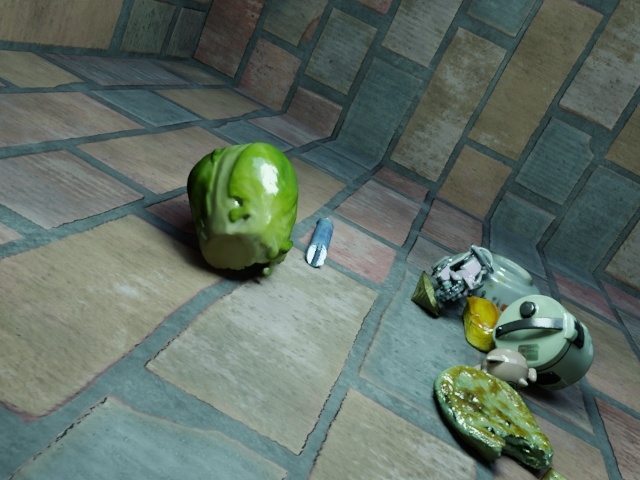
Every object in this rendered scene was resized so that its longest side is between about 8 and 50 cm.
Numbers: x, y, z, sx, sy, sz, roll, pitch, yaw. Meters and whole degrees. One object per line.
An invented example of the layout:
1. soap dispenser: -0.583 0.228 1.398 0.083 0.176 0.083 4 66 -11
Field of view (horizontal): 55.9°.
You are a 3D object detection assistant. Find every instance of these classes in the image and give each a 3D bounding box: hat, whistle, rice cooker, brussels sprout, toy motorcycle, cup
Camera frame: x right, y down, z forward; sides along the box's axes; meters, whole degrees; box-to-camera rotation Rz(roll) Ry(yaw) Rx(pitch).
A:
1. hat: 0.303 0.168 1.812 0.146 0.067 0.145 -19 90 -73
2. whistle: 0.000 0.000 1.846 0.062 0.062 0.304 25 20 -3
3. rice cooker: 0.602 0.274 1.628 0.244 0.226 0.226 39 10 -34
4. brussels sprout: -0.195 -0.091 1.526 0.276 0.314 0.371 2 27 0
5. toy motorcycle: 0.445 0.103 1.880 0.143 0.188 0.327 57 19 0
6. cup: 0.612 0.155 2.073 0.347 0.163 0.347 24 19 -9

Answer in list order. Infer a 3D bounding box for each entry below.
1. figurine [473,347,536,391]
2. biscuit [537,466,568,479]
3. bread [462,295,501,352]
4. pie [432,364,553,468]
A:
1. figurine: 0.461 0.331 1.514 0.138 0.125 0.125 14 21 -4
2. biscuit: 0.524 0.543 1.202 0.203 0.016 0.144 37 23 30
3. bread: 0.482 0.239 1.805 0.102 0.094 0.245 22 20 3
4. pie: 0.382 0.389 1.341 0.303 0.066 0.302 22 21 -9
